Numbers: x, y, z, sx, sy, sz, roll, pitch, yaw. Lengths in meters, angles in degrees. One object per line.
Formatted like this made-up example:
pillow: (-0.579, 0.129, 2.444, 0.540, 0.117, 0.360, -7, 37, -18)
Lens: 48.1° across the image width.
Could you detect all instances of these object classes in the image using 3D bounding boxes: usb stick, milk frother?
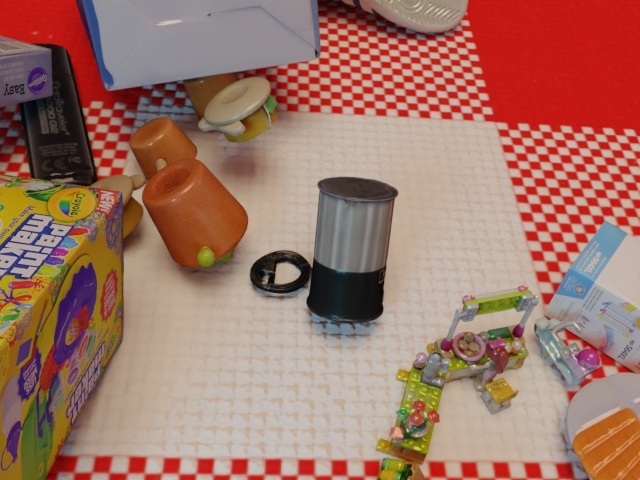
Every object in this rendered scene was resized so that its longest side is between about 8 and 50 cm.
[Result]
usb stick: (-0.342, -0.159, 0.915, 0.077, 0.045, 0.278, -8, 51, -22)
milk frother: (0.000, 0.000, 0.760, 0.143, 0.135, 0.129, 3, 19, -7)

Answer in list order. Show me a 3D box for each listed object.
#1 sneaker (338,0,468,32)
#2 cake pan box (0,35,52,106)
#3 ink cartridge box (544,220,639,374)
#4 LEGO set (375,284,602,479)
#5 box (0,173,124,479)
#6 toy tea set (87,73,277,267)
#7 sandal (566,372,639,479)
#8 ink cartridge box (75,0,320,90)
sneaker: (0.063, -0.427, 1.141, 0.349, 0.131, 0.148, 20, 5, -11)
cake pan box: (-0.486, -0.200, 0.819, 0.245, 0.070, 0.267, 18, 27, 19)
ink cartridge box: (0.335, 0.068, 0.768, 0.143, 0.092, 0.090, 34, 55, 22)
LEGO set: (0.139, 0.131, 0.685, 0.286, 0.107, 0.132, -28, 58, -26)
box: (-0.339, 0.076, 0.579, 0.278, 0.177, 0.290, 8, 28, 0)
toy tea set: (-0.137, -0.088, 0.860, 0.199, 0.124, 0.336, 1, 47, 34)
sandal: (0.300, 0.238, 0.633, 0.101, 0.076, 0.265, -19, 39, 6)
ink cartridge box: (-0.194, -0.345, 0.969, 0.269, 0.151, 0.395, -13, 30, -16)
